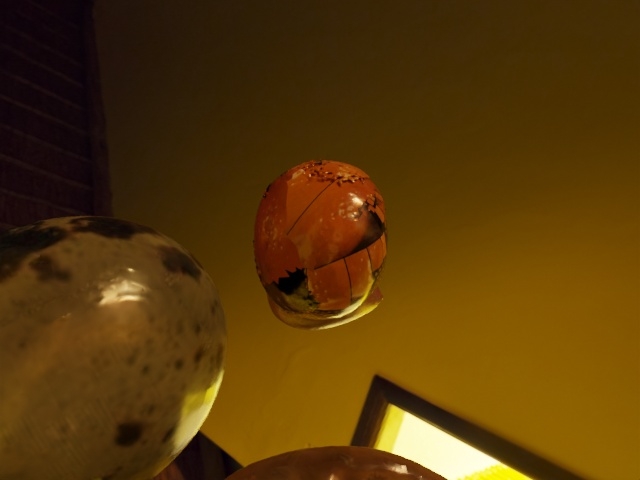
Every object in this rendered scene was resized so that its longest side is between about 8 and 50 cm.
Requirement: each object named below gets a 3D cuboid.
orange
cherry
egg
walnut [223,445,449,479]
[{"bbox_3d":[0.000,0.000,0.715,0.182,0.234,0.235,16,-89,-30],"label":"orange"},{"bbox_3d":[0.004,0.080,1.062,0.239,0.239,0.206,-26,-76,-41],"label":"cherry"},{"bbox_3d":[-0.321,0.155,0.595,0.427,0.345,0.345,-28,-55,-20],"label":"egg"},{"bbox_3d":[0.003,0.406,0.497,0.383,0.383,0.384,-20,-63,-43],"label":"walnut"}]
